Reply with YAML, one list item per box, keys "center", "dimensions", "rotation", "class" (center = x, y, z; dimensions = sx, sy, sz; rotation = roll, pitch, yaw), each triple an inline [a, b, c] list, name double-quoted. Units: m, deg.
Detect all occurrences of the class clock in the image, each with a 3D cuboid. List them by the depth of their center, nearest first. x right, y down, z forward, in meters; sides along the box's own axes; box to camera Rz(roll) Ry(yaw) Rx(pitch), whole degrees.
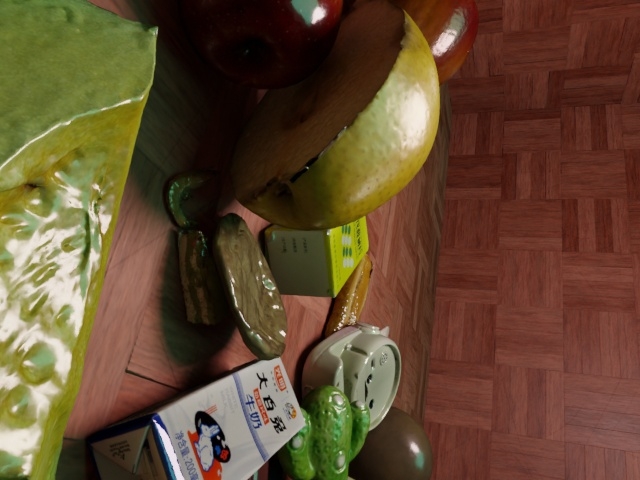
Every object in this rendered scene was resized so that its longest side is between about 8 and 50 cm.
- center: [0.091, 0.328, 1.208]
  dimensions: [0.324, 0.109, 0.265]
  rotation: [-27, 119, -47]
  class: "clock"

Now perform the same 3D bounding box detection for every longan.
- center: [0.160, 0.550, 1.311]
  dimensions: [0.258, 0.258, 0.258]
  rotation: [1, 90, -69]
  class: "longan"

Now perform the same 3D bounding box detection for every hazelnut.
- center: [0.220, -0.516, 1.323]
  dimensions: [0.366, 0.366, 0.365]
  rotation: [1, 90, -69]
  class: "hazelnut"

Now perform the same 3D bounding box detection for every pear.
- center: [0.040, -0.166, 0.781]
  dimensions: [0.191, 0.340, 0.386]
  rotation: [40, 56, -31]
  class: "pear"

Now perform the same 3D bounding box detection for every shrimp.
- center: [-0.176, -0.061, 0.723]
  dimensions: [0.114, 0.023, 0.083]
  rotation: [-45, 135, -54]
  class: "shrimp"

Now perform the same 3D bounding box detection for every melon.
- center: [-0.225, -0.014, 0.355]
  dimensions: [0.331, 0.226, 0.343]
  rotation: [53, 29, -41]
  class: "melon"

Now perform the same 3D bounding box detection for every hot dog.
- center: [0.071, 0.152, 1.319]
  dimensions: [0.083, 0.068, 0.289]
  rotation: [50, 46, -30]
  class: "hot dog"

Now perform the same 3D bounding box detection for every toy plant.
- center: [0.016, 0.439, 0.994]
  dimensions: [0.224, 0.184, 0.316]
  rotation: [-11, 103, -40]
  class: "toy plant"

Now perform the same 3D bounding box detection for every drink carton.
- center: [-0.140, 0.252, 0.679]
  dimensions: [0.130, 0.106, 0.315]
  rotation: [69, 20, 6]
  class: "drink carton"

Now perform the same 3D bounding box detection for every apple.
- center: [-0.077, -0.318, 0.694]
  dimensions: [0.218, 0.218, 0.201]
  rotation: [48, 35, -61]
  class: "apple"

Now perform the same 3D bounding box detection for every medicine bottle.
- center: [0.000, 0.000, 1.023]
  dimensions: [0.250, 0.141, 0.137]
  rotation: [-46, 131, -61]
  class: "medicine bottle"

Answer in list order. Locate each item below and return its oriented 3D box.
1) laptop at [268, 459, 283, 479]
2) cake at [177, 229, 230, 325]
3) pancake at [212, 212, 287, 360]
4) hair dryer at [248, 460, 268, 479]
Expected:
- center: [-0.106, 0.509, 0.951]
  dimensions: [0.129, 0.016, 0.180]
  rotation: [32, 63, -66]
  class: "laptop"
- center: [-0.169, 0.055, 0.708]
  dimensions: [0.055, 0.051, 0.140]
  rotation: [-56, 140, -52]
  class: "cake"
- center: [-0.112, 0.067, 0.773]
  dimensions: [0.242, 0.050, 0.242]
  rotation: [-21, 90, -86]
  class: "pancake"
- center: [-0.137, 0.382, 0.789]
  dimensions: [0.312, 0.123, 0.340]
  rotation: [39, 44, -51]
  class: "hair dryer"
